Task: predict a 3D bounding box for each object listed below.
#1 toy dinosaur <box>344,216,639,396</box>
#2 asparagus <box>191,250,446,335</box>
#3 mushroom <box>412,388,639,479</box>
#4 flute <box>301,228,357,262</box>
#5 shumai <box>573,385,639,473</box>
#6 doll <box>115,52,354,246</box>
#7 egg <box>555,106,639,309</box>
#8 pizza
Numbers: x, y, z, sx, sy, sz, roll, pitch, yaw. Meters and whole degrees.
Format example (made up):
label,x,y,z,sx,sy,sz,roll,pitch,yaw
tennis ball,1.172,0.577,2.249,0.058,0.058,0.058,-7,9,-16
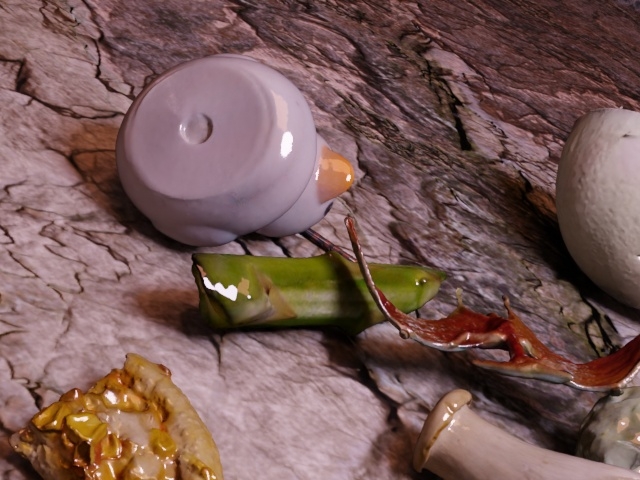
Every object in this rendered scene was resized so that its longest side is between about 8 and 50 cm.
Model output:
label,x,y,z,sx,sy,sz,roll,pitch,yaw
toy dinosaur,0.181,0.061,1.070,0.327,0.113,0.206,21,15,17
asparagus,0.000,0.052,1.087,0.343,0.085,0.082,3,25,-44
mushroom,0.191,0.222,0.927,0.247,0.108,0.096,24,40,29
flute,0.000,0.000,1.234,0.269,0.014,0.014,34,31,14
shumai,0.373,0.200,1.007,0.260,0.222,0.225,-9,47,-39
doll,-0.088,-0.084,1.158,0.250,0.221,0.221,3,26,15
egg,0.427,-0.015,1.389,0.337,0.201,0.337,32,-12,7
pizza,-0.158,0.154,0.824,0.161,0.063,0.182,5,37,-23
